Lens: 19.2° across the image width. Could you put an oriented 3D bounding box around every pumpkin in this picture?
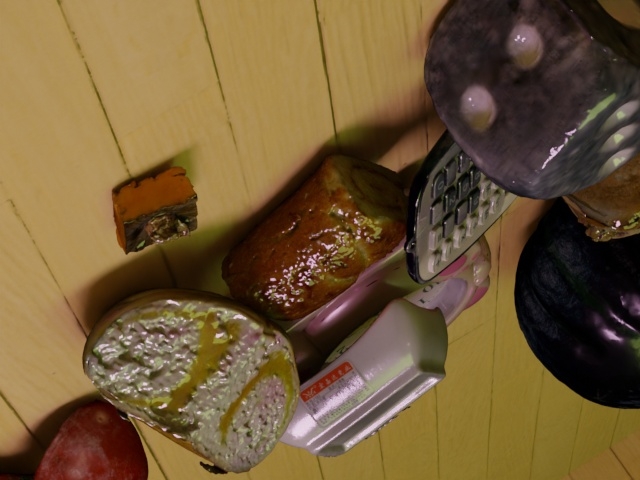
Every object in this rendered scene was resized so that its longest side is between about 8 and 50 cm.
[{"bbox_3d":[0.414,0.039,2.339,0.363,0.266,0.363,-31,155,-16],"label":"pumpkin"},{"bbox_3d":[-0.145,-0.021,1.669,0.074,0.054,0.083,-24,163,-13],"label":"pumpkin"}]

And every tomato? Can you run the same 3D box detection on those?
[{"bbox_3d":[-0.236,0.257,2.006,0.159,0.091,0.139,-58,156,-13],"label":"tomato"}]

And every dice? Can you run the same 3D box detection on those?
[{"bbox_3d":[0.218,-0.158,1.724,0.182,0.181,0.183,-11,148,-46],"label":"dice"}]

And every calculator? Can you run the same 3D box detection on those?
[{"bbox_3d":[0.156,-0.068,1.878,0.268,0.040,0.177,-47,149,-39],"label":"calculator"}]

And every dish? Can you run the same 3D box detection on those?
[{"bbox_3d":[0.044,0.154,1.987,0.212,0.077,0.151,-38,163,13],"label":"dish"}]

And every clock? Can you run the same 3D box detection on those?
[{"bbox_3d":[0.060,0.068,2.088,0.284,0.114,0.309,-38,160,6],"label":"clock"}]

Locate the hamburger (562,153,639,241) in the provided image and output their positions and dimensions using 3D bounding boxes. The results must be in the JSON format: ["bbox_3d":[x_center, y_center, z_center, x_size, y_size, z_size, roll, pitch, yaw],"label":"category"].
[{"bbox_3d":[0.346,-0.072,2.125,0.159,0.185,0.131,-50,155,-1],"label":"hamburger"}]

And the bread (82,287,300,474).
[{"bbox_3d":[-0.135,0.117,1.853,0.158,0.156,0.260,-57,151,-7],"label":"bread"}]

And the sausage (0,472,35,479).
[{"bbox_3d":[-0.318,0.290,2.073,0.083,0.083,0.264,-39,161,13],"label":"sausage"}]

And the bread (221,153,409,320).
[{"bbox_3d":[0.000,0.000,1.859,0.172,0.103,0.132,-40,152,26],"label":"bread"}]
